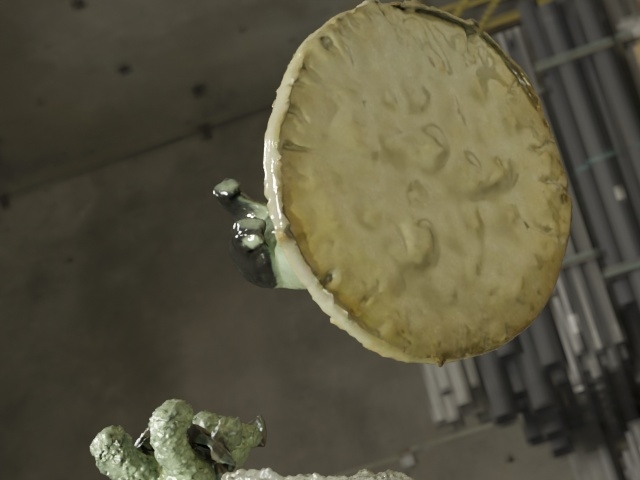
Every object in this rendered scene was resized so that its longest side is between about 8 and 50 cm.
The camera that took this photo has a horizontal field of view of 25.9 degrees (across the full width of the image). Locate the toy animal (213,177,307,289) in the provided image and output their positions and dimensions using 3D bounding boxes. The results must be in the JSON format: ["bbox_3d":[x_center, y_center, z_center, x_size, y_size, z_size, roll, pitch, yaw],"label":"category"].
[{"bbox_3d":[0.000,0.000,1.356,0.121,0.225,0.094,57,-139,-40],"label":"toy animal"}]

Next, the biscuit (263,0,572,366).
[{"bbox_3d":[0.043,-0.024,0.544,0.020,0.152,0.152,-22,85,55],"label":"biscuit"}]

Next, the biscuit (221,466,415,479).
[{"bbox_3d":[0.028,0.250,1.148,0.038,0.290,0.141,-43,-71,-34],"label":"biscuit"}]

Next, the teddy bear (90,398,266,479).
[{"bbox_3d":[-0.127,0.230,1.450,0.213,0.133,0.111,13,-123,-58],"label":"teddy bear"}]
